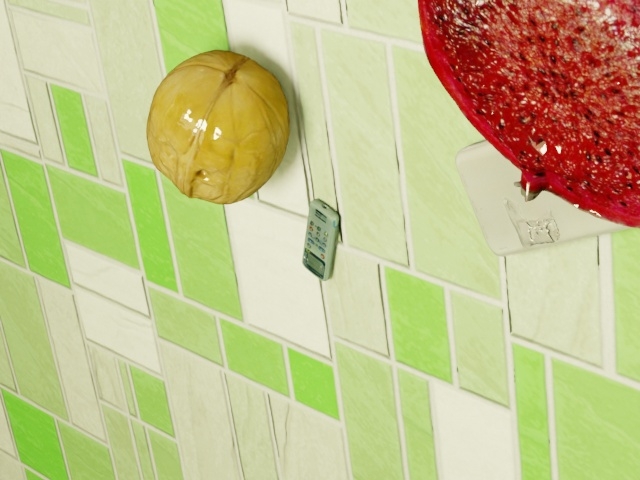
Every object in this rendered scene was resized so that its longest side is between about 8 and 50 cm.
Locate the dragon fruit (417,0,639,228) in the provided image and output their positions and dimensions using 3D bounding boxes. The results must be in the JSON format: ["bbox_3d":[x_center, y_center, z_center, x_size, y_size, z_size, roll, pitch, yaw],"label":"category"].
[{"bbox_3d":[0.289,-0.201,1.422,0.386,0.249,0.371,38,158,11],"label":"dragon fruit"}]

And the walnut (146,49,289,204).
[{"bbox_3d":[-0.140,-0.149,2.037,0.193,0.193,0.225,50,143,12],"label":"walnut"}]

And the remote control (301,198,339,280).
[{"bbox_3d":[0.000,0.000,2.112,0.053,0.018,0.124,38,139,28],"label":"remote control"}]

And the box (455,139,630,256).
[{"bbox_3d":[0.270,-0.067,1.725,0.285,0.044,0.142,-15,101,53],"label":"box"}]
